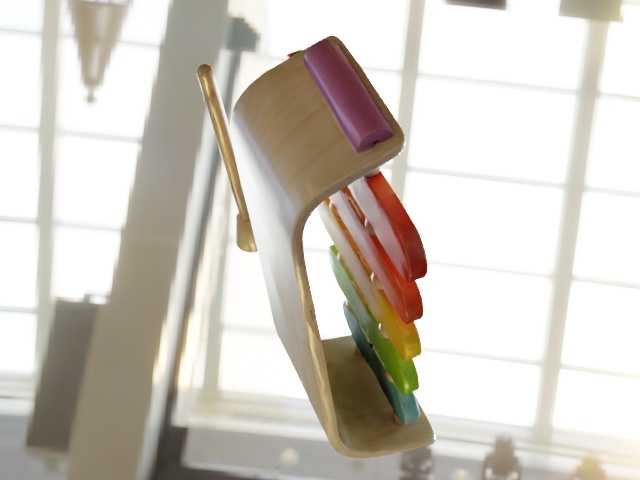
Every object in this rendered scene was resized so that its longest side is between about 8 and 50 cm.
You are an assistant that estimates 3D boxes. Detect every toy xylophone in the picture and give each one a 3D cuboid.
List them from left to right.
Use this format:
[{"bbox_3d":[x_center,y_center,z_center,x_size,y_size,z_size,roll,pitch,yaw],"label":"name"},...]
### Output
[{"bbox_3d":[0.000,0.000,0.971,0.081,0.323,0.236,-20,-125,-10],"label":"toy xylophone"}]
